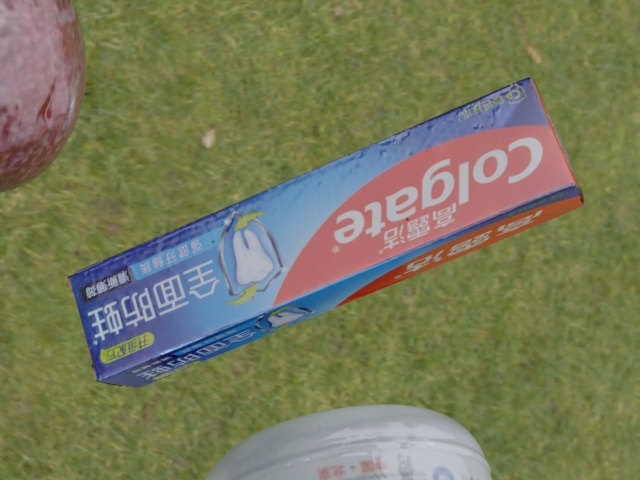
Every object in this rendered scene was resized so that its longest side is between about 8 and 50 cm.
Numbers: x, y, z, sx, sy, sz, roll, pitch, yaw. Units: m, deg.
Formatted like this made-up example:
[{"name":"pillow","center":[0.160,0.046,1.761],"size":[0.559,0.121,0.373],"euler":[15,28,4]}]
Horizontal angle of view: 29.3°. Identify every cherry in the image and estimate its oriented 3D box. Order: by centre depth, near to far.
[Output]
[{"name":"cherry","center":[-0.315,-0.157,1.074],"size":[0.230,0.203,0.300],"euler":[-9,127,-43]}]

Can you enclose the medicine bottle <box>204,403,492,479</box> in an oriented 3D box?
[{"name":"medicine bottle","center":[0.039,0.308,0.948],"size":[0.245,0.245,0.306],"euler":[13,52,-35]}]

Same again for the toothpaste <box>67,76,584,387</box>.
[{"name":"toothpaste","center":[0.000,0.001,0.767],"size":[0.076,0.320,0.066],"euler":[70,13,17]}]
